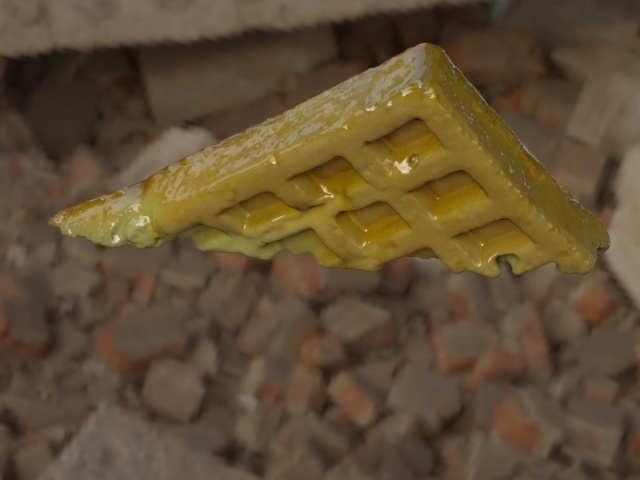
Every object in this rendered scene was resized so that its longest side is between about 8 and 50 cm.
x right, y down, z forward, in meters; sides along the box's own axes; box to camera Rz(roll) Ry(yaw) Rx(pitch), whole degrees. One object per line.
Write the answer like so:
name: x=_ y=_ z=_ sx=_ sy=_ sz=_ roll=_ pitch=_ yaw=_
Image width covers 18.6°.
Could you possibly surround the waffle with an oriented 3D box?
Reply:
waffle: x=0.000 y=0.000 z=0.765 sx=0.125 sy=0.191 sz=0.032 roll=42 pitch=41 yaw=-31
